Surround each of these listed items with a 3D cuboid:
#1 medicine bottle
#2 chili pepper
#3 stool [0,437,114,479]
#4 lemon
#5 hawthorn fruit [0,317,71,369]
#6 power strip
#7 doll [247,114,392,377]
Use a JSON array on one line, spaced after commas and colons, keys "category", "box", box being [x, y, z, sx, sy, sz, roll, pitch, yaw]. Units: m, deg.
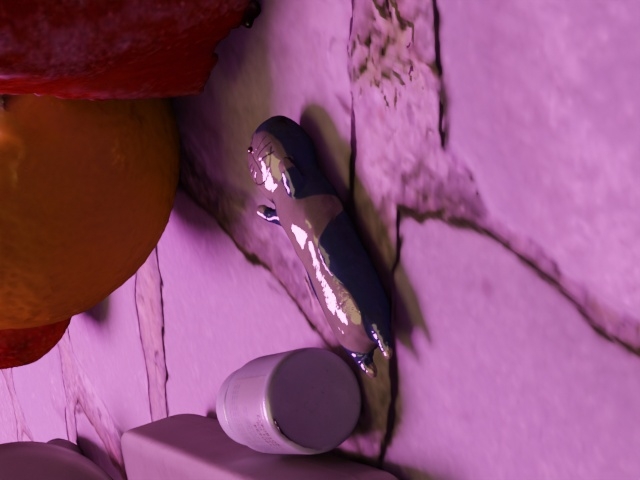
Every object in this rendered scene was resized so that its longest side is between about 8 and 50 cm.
[{"category": "medicine bottle", "box": [-0.017, 0.076, 0.551, 0.083, 0.047, 0.047, -24, 81, 66]}, {"category": "chili pepper", "box": [-0.147, -0.120, 0.496, 0.136, 0.253, 0.144, 22, 118, 41]}, {"category": "stool", "box": [-0.266, 0.278, 1.024, 0.199, 0.195, 0.195, -34, 72, 67]}, {"category": "lemon", "box": [-0.168, -0.044, 0.654, 0.244, 0.187, 0.186, -41, 66, 62]}, {"category": "hawthorn fruit", "box": [-0.270, 0.029, 0.982, 0.203, 0.163, 0.162, 150, 106, -80]}, {"category": "power strip", "box": [-0.039, 0.153, 0.627, 0.338, 0.058, 0.098, -6, 98, 66]}, {"category": "doll", "box": [0.000, 0.000, 0.498, 0.125, 0.027, 0.037, 64, 146, 25]}]
